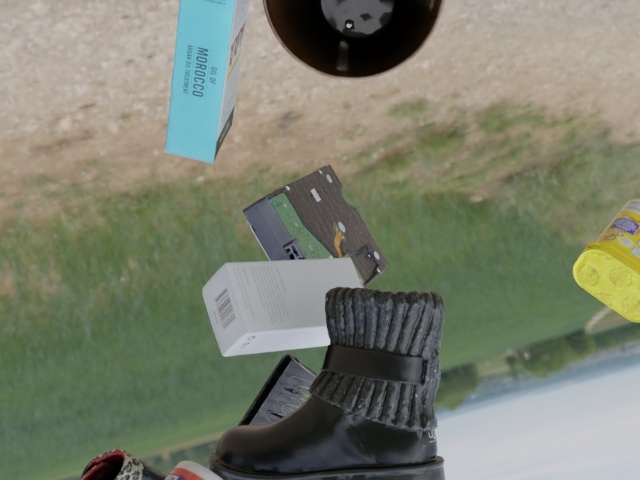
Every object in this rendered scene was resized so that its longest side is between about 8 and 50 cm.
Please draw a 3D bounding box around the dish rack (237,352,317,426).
[{"bbox_3d":[-0.047,0.330,1.547,0.074,0.208,0.271,27,-169,-25],"label":"dish rack"}]

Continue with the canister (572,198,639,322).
[{"bbox_3d":[0.440,0.023,1.329,0.170,0.126,0.073,-39,159,-43],"label":"canister"}]

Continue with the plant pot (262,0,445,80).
[{"bbox_3d":[0.046,-0.313,1.222,0.215,0.215,0.230,-18,-172,7],"label":"plant pot"}]

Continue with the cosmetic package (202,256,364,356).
[{"bbox_3d":[-0.045,0.095,1.410,0.231,0.117,0.085,1,149,-37],"label":"cosmetic package"}]

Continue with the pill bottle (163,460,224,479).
[{"bbox_3d":[-0.180,0.359,1.099,0.193,0.108,0.108,-50,-171,-31],"label":"pill bottle"}]

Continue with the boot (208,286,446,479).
[{"bbox_3d":[0.005,0.193,1.265,0.348,0.260,0.131,-6,177,23],"label":"boot"}]

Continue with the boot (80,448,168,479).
[{"bbox_3d":[-0.282,0.374,1.360,0.236,0.085,0.178,-29,132,29],"label":"boot"}]

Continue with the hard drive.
[{"bbox_3d":[0.000,0.000,1.737,0.064,0.237,0.339,-30,-177,23],"label":"hard drive"}]

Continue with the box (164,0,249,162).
[{"bbox_3d":[-0.122,-0.217,1.064,0.060,0.100,0.244,13,125,1],"label":"box"}]
